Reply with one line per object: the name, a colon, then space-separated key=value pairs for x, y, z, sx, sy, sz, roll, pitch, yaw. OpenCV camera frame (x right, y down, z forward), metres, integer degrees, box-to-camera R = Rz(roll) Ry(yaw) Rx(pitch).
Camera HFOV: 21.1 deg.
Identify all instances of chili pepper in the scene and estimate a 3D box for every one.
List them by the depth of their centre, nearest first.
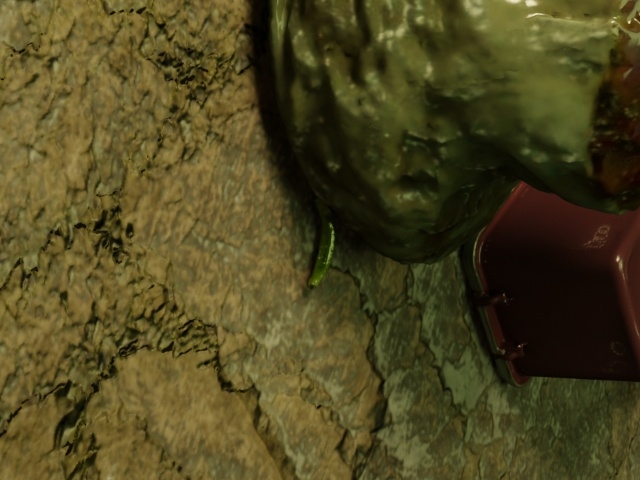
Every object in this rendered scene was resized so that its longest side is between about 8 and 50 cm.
chili pepper: x=-0.001 y=0.000 z=1.453 sx=0.030 sy=0.017 sz=0.083 roll=1 pitch=91 yaw=-45

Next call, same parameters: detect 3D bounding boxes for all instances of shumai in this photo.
shumai: x=0.160 y=-0.166 z=1.402 sx=0.324 sy=0.323 sz=0.397 roll=-26 pitch=115 yaw=-48

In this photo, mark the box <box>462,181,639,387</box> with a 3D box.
box: x=0.290 y=0.008 z=1.723 sx=0.294 sy=0.167 sz=0.193 roll=-49 pitch=132 yaw=-39
